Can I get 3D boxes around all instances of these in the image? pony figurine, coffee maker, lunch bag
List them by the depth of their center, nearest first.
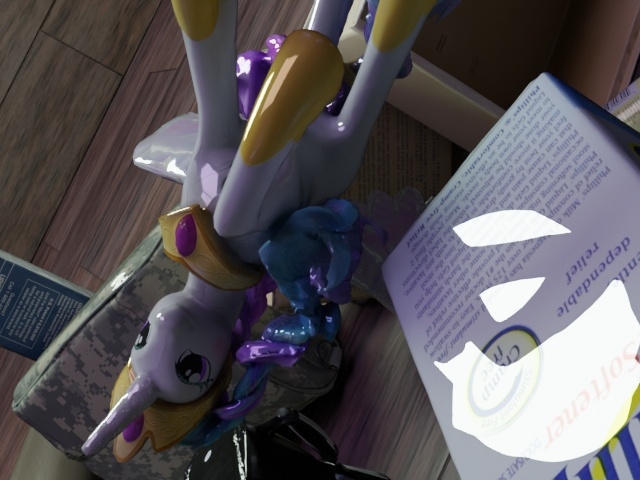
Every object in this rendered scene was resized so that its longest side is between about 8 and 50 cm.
[{"bbox_3d":[-0.019,-0.052,0.652,0.351,0.303,0.363,-40,-26,-51],"label":"pony figurine"},{"bbox_3d":[-0.018,0.245,0.828,0.120,0.178,0.171,-44,28,38],"label":"coffee maker"},{"bbox_3d":[-0.154,0.144,1.098,0.305,0.256,0.212,-43,10,31],"label":"lunch bag"}]

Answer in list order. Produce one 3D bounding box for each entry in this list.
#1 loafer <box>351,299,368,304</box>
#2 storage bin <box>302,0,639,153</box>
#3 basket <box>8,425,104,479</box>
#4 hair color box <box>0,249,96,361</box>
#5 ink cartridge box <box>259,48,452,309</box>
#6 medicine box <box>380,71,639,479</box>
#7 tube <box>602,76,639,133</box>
[{"bbox_3d":[0.000,0.000,1.135,0.087,0.094,0.251,-64,25,6],"label":"loafer"},{"bbox_3d":[0.153,-0.223,0.875,0.123,0.262,0.260,-4,62,64],"label":"storage bin"},{"bbox_3d":[-0.383,0.352,1.454,0.204,0.154,0.227,-42,28,33],"label":"basket"},{"bbox_3d":[-0.313,0.122,1.304,0.105,0.347,0.174,-65,24,-5],"label":"hair color box"},{"bbox_3d":[0.025,-0.063,0.939,0.088,0.193,0.234,-165,73,-65],"label":"ink cartridge box"},{"bbox_3d":[0.200,0.090,0.472,0.149,0.263,0.289,-53,27,21],"label":"medicine box"},{"bbox_3d":[0.307,-0.136,0.747,0.240,0.062,0.070,-42,75,27],"label":"tube"}]
